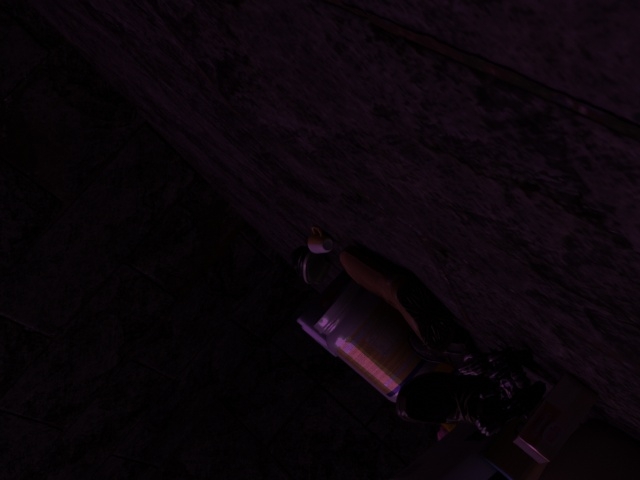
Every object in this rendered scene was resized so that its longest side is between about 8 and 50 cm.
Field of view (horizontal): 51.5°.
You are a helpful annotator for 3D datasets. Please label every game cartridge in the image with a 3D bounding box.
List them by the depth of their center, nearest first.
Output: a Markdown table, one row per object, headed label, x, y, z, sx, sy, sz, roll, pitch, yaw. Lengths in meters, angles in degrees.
| label | x | y | z | sx | sy | sz | roll | pitch | yaw |
| --- | --- | --- | --- | --- | --- | --- | --- | --- | --- |
| game cartridge | 0.077 | 0.230 | 2.121 | 0.196 | 0.294 | 0.060 | 42 | 135 | 3 |

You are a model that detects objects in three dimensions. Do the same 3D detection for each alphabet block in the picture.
| label | x | y | z | sx | sy | sz | roll | pitch | yaw |
| --- | --- | --- | --- | --- | --- | --- | --- | --- | --- |
| alphabet block | 0.542 | 0.518 | 1.568 | 0.192 | 0.197 | 0.193 | 43 | 173 | -12 |

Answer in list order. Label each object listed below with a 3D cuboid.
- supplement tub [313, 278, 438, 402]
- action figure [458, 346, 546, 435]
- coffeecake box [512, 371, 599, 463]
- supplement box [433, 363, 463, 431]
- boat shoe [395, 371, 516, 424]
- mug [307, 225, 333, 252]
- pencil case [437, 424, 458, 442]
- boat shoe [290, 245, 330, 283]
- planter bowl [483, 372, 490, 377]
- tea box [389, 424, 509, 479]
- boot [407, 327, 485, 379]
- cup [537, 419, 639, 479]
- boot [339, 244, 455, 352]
| label | x | y | z | sx | sy | sz | roll | pitch | yaw |
| --- | --- | --- | --- | --- | --- | --- | --- | --- | --- |
| supplement tub | 0.168 | 0.279 | 1.926 | 0.331 | 0.241 | 0.241 | 41 | 174 | 2 |
| action figure | 0.352 | 0.287 | 1.312 | 0.276 | 0.140 | 0.164 | 69 | 180 | -73 |
| coffeecake box | 0.422 | 0.327 | 1.206 | 0.068 | 0.142 | 0.185 | 38 | 172 | 22 |
| supplement box | 0.321 | 0.409 | 2.128 | 0.356 | 0.194 | 0.195 | 35 | 172 | 37 |
| boat shoe | 0.363 | 0.401 | 1.684 | 0.355 | 0.132 | 0.130 | 0 | 176 | -23 |
| mug | 0.000 | 0.004 | 1.861 | 0.078 | 0.062 | 0.064 | 36 | 168 | -26 |
| pencil case | 0.518 | 0.688 | 2.105 | 0.167 | 0.160 | 0.386 | 38 | 175 | -16 |
| boat shoe | -0.048 | 0.072 | 2.293 | 0.113 | 0.127 | 0.340 | 27 | 180 | 13 |
| planter bowl | 0.480 | 0.456 | 1.898 | 0.162 | 0.109 | 0.162 | 39 | 173 | 6 |
| tea box | 0.416 | 0.679 | 1.726 | 0.324 | 0.329 | 0.220 | 63 | 149 | 3 |
| boot | 0.294 | 0.241 | 1.669 | 0.263 | 0.091 | 0.229 | 20 | 160 | 43 |
| cup | 0.530 | 0.551 | 1.272 | 0.331 | 0.237 | 0.331 | 57 | 170 | 16 |
| boot | 0.180 | 0.128 | 1.564 | 0.236 | 0.089 | 0.269 | 55 | 168 | -25 |
